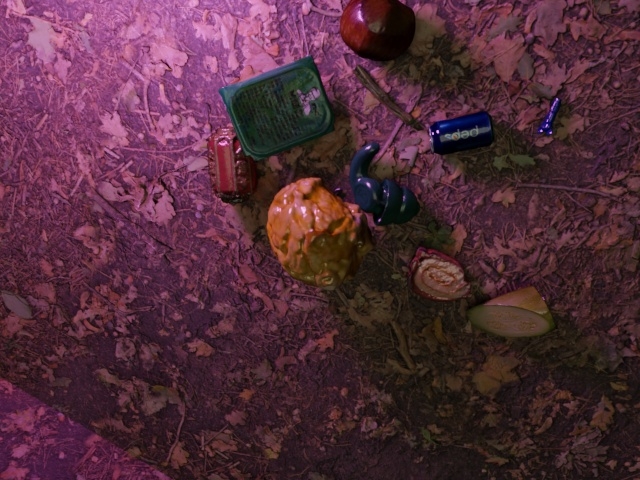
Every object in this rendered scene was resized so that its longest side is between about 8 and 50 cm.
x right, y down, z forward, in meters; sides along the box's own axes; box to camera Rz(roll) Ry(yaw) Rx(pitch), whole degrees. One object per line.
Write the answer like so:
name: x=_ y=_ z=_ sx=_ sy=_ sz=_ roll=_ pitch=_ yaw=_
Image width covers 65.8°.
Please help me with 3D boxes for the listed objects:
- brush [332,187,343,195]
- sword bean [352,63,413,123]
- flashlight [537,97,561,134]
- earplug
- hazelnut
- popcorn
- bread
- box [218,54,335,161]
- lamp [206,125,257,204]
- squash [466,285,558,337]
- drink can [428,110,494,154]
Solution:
brush: x=0.004 y=-0.136 z=1.843 sx=0.193 sy=0.016 sz=0.063 roll=-36 pitch=100 yaw=18
sword bean: x=0.214 y=-0.493 z=1.691 sx=0.269 sy=0.038 sz=0.043 roll=42 pitch=134 yaw=-5
flashlight: x=0.761 y=-0.407 z=1.628 sx=0.036 sy=0.057 sz=0.121 roll=11 pitch=104 yaw=-32
earplug: x=0.226 y=-0.177 z=1.745 sx=0.280 sy=0.164 sz=0.257 roll=19 pitch=73 yaw=-8
hazelnut: x=0.174 y=-0.663 z=1.558 sx=0.234 sy=0.218 sz=0.218 roll=32 pitch=109 yaw=-1
popcorn: x=-0.018 y=-0.009 z=1.707 sx=0.390 sy=0.344 sz=0.354 roll=35 pitch=138 yaw=-8
bread: x=0.431 y=0.135 z=1.800 sx=0.244 sy=0.123 sz=0.190 roll=24 pitch=111 yaw=2
box: x=-0.142 y=-0.444 z=1.693 sx=0.337 sy=0.106 sz=0.264 roll=-22 pitch=104 yaw=-6
lamp: x=-0.315 y=-0.271 z=1.780 sx=0.177 sy=0.177 sz=0.273 roll=1 pitch=105 yaw=9
squash: x=0.680 y=0.286 z=1.772 sx=0.261 sy=0.189 sz=0.189 roll=-25 pitch=101 yaw=11
drink can: x=0.467 y=-0.354 z=1.648 sx=0.205 sy=0.118 sz=0.118 roll=-11 pitch=105 yaw=11
